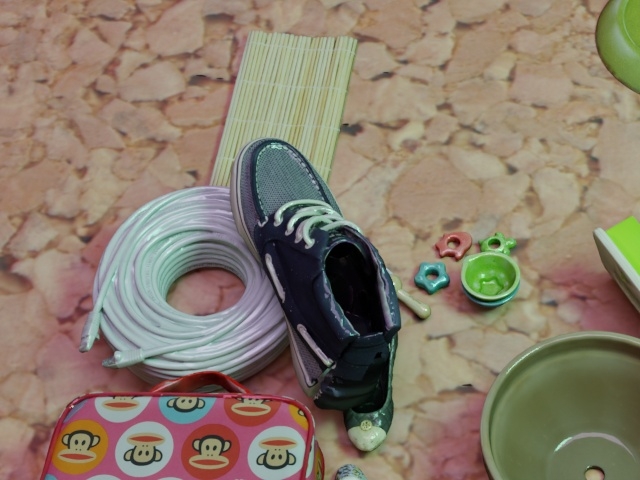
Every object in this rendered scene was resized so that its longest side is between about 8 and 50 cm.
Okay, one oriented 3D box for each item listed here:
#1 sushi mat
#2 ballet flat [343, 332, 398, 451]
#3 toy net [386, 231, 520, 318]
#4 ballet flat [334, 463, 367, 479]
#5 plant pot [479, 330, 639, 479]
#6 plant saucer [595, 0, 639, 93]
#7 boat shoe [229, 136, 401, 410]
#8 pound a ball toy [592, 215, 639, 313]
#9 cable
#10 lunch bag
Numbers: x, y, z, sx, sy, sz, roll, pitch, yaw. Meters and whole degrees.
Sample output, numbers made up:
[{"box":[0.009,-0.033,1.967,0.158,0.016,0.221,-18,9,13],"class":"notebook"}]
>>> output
[{"box":[-0.049,-0.151,1.855,0.151,0.019,0.317,4,55,12],"class":"sushi mat"},{"box":[0.054,0.153,1.601,0.057,0.049,0.173,0,54,9],"class":"ballet flat"},{"box":[0.114,0.034,1.682,0.232,0.045,0.122,-3,54,6],"class":"toy net"},{"box":[0.036,0.280,1.518,0.041,0.041,0.114,-9,53,2],"class":"ballet flat"},{"box":[0.284,0.221,1.483,0.237,0.110,0.237,-4,53,5],"class":"plant pot"},{"box":[0.477,-0.276,1.861,0.240,0.037,0.241,-4,54,5],"class":"plant saucer"},{"box":[0.000,0.000,1.563,0.127,0.158,0.341,-12,64,-22],"class":"boat shoe"},{"box":[0.465,0.072,1.530,0.208,0.136,0.319,-32,51,2],"class":"pound a ball toy"},{"box":[-0.135,0.056,1.676,0.257,0.089,0.257,0,54,7],"class":"cable"},{"box":[-0.146,0.254,1.512,0.293,0.120,0.258,2,54,10],"class":"lunch bag"}]
